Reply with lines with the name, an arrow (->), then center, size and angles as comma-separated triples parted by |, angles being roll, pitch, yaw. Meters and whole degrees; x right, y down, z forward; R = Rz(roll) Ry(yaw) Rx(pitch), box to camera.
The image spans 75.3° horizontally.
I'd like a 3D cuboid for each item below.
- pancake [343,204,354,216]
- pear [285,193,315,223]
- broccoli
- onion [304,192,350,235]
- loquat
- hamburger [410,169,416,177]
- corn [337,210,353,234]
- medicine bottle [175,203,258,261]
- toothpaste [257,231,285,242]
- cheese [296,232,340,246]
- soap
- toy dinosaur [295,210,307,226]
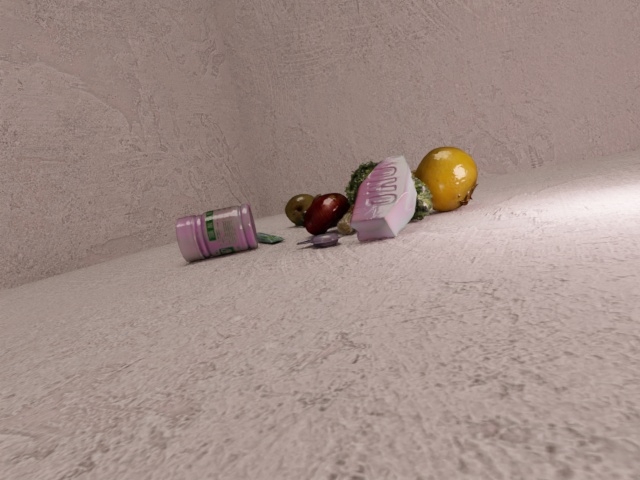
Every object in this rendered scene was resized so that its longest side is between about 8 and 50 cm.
pancake -> 0.253, -0.155, 2.093 | 0.356, 0.065, 0.356 | 1, 15, 0
pear -> -0.113, -0.193, 2.569 | 0.229, 0.188, 0.211 | -9, -8, 9
broccoli -> 0.276, -0.160, 1.707 | 0.375, 0.302, 0.249 | 21, -2, 23
onion -> 0.022, -0.119, 1.845 | 0.161, 0.248, 0.248 | 31, 12, 3
loquat -> 0.531, -0.247, 1.749 | 0.275, 0.274, 0.275 | -12, 7, 2
hamburger -> 0.594, -0.306, 2.337 | 0.303, 0.186, 0.261 | 0, 12, 15
corn -> 0.122, -0.069, 1.736 | 0.087, 0.087, 0.211 | -9, 14, 21
medicine bottle -> -0.461, -0.035, 1.875 | 0.326, 0.212, 0.212 | -12, 7, -2
toothpaste -> -0.260, -0.009, 2.015 | 0.075, 0.048, 0.297 | -13, 11, -28
cheese -> 0.000, 0.000, 1.523 | 0.105, 0.042, 0.191 | -16, 6, -41
soap -> 0.232, -0.155, 1.452 | 0.193, 0.109, 0.323 | -6, 46, 28
toy dinosaur -> -0.060, -0.095, 2.446 | 0.187, 0.087, 0.179 | 4, -29, 3
